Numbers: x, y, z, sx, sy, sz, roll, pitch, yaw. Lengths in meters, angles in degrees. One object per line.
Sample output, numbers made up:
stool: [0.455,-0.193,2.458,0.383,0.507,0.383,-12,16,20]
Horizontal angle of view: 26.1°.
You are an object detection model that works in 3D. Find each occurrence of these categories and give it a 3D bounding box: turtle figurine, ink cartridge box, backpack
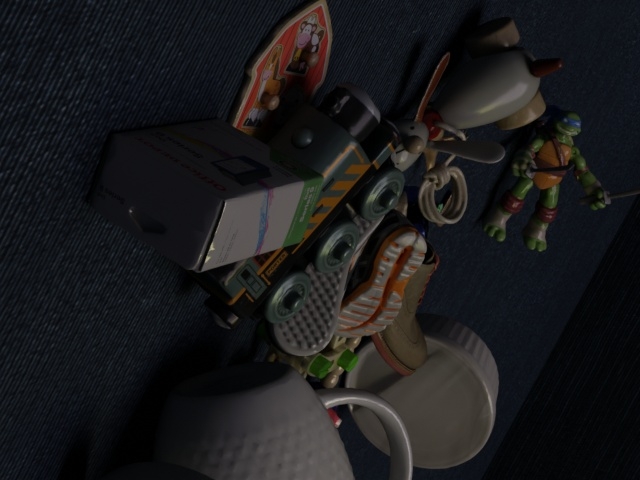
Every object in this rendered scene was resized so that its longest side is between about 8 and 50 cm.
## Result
turtle figurine: [0.425,-0.087,2.542,0.197,0.275,0.266,-11,138,-43]
ink cartridge box: [-0.118,-0.052,1.472,0.212,0.154,0.093,-19,135,-59]
backpack: [0.116,-0.029,2.100,0.120,0.101,0.098,-85,-175,-46]

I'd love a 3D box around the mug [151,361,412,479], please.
mug: [-0.045,0.328,1.834,0.374,0.276,0.328,-14,99,-24]

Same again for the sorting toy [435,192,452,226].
sorting toy: [0.215,-0.058,2.394,0.062,0.012,0.083,-54,162,-2]

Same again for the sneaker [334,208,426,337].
sneaker: [0.075,0.049,1.903,0.084,0.083,0.215,14,125,-30]

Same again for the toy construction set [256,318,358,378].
toy construction set: [-0.043,0.234,2.036,0.215,0.151,0.328,-29,132,-53]

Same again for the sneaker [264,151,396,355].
sneaker: [0.000,0.000,1.849,0.127,0.126,0.321,154,-40,-76]

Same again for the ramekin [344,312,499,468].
ramekin: [0.186,0.250,2.401,0.127,0.272,0.273,-50,160,-56]

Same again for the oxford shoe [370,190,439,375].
oxford shoe: [0.119,0.069,2.030,0.123,0.130,0.348,-99,169,-46]

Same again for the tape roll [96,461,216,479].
tape roll: [-0.178,0.461,1.673,0.072,0.392,0.392,-28,142,-55]

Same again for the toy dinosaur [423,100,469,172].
toy dinosaur: [0.182,-0.162,2.162,0.092,0.053,0.183,-29,138,-27]

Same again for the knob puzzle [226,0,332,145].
knob puzzle: [-0.032,-0.197,1.650,0.213,0.030,0.213,-47,154,-30]

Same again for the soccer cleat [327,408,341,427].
soccer cleat: [-0.063,0.343,2.218,0.248,0.095,0.083,-51,-173,30]

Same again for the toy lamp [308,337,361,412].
toy lamp: [0.059,0.142,2.215,0.275,0.080,0.080,-64,158,6]

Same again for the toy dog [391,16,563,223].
toy dog: [0.232,-0.197,2.011,0.220,0.161,0.334,44,65,-24]

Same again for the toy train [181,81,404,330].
toy train: [-0.032,-0.041,1.676,0.334,0.142,0.190,-48,150,-7]
